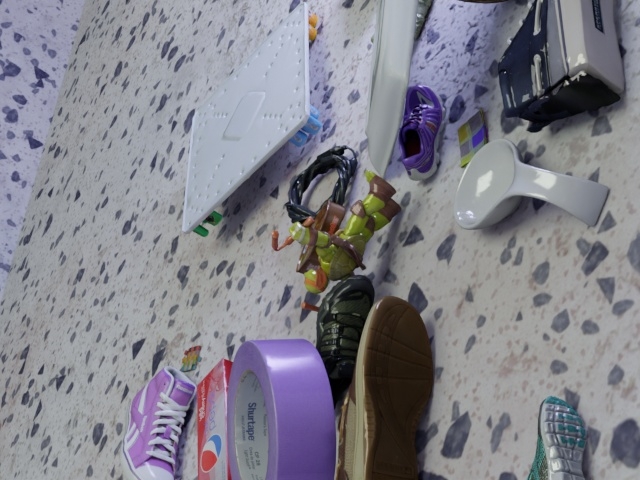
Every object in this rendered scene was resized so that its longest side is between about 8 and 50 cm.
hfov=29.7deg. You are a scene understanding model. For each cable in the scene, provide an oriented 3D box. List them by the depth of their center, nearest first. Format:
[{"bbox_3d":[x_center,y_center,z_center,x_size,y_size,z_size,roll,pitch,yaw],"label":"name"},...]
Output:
[{"bbox_3d":[-0.001,-0.082,2.136,0.184,0.047,0.150,-23,53,49],"label":"cable"}]

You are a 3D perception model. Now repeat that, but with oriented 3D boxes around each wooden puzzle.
[{"bbox_3d":[-0.253,0.232,2.355,0.083,0.006,0.049,-21,50,53],"label":"wooden puzzle"}]

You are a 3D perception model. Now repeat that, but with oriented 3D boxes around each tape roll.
[{"bbox_3d":[-0.063,0.283,1.776,0.275,0.090,0.274,179,90,-70],"label":"tape roll"}]

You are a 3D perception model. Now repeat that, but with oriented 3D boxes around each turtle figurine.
[{"bbox_3d":[0.035,0.001,1.848,0.087,0.269,0.217,29,76,36],"label":"turtle figurine"}]

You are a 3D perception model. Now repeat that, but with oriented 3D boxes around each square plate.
[{"bbox_3d":[0.113,-0.318,1.905,0.344,0.049,0.347,100,177,-69],"label":"square plate"}]

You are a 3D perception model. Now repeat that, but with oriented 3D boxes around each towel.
[{"bbox_3d":[0.229,-0.153,1.815,0.060,0.009,0.083,-39,37,40],"label":"towel"},{"bbox_3d":[0.144,-0.398,2.146,0.148,0.027,0.110,9,77,62],"label":"towel"}]

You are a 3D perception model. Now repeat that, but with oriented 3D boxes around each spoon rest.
[{"bbox_3d":[0.260,-0.072,1.613,0.276,0.084,0.137,12,79,61],"label":"spoon rest"}]

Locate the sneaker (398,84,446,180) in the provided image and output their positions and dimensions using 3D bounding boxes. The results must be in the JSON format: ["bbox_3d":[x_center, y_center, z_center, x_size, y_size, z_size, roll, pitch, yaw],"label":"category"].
[{"bbox_3d":[0.154,-0.178,1.885,0.068,0.071,0.169,-13,57,24],"label":"sneaker"}]

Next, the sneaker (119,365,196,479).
[{"bbox_3d":[-0.293,0.342,2.239,0.161,0.102,0.282,-50,31,21],"label":"sneaker"}]

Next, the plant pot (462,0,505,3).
[{"bbox_3d":[0.252,-0.506,1.860,0.237,0.237,0.254,-2,80,60],"label":"plant pot"}]

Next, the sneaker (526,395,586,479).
[{"bbox_3d":[0.261,0.257,1.371,0.076,0.065,0.166,-43,33,43],"label":"sneaker"}]

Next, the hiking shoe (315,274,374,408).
[{"bbox_3d":[0.038,0.166,1.831,0.114,0.086,0.226,41,113,53],"label":"hiking shoe"}]

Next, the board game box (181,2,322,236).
[{"bbox_3d":[-0.137,-0.242,2.445,0.390,0.050,0.390,-41,33,32],"label":"board game box"}]

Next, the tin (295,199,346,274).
[{"bbox_3d":[0.000,0.000,2.000,0.189,0.040,0.106,128,167,-71],"label":"tin"}]

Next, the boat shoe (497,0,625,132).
[{"bbox_3d":[0.315,-0.309,1.656,0.158,0.127,0.340,-26,46,40],"label":"boat shoe"}]

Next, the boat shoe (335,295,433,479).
[{"bbox_3d":[0.070,0.244,1.659,0.123,0.123,0.341,-27,52,49],"label":"boat shoe"}]

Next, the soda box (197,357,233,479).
[{"bbox_3d":[-0.149,0.330,2.008,0.092,0.083,0.263,-47,33,32],"label":"soda box"}]
